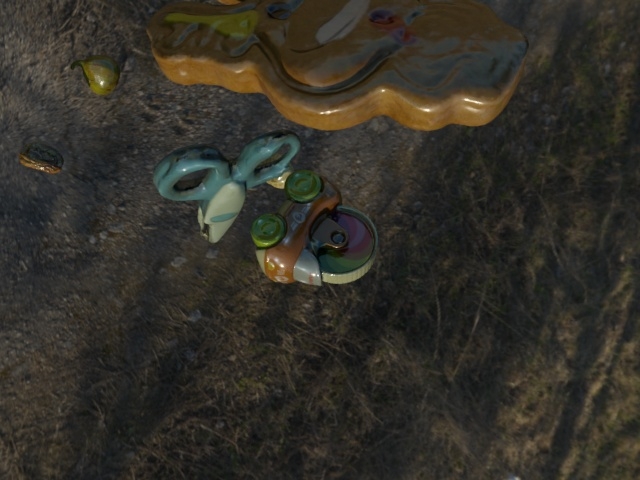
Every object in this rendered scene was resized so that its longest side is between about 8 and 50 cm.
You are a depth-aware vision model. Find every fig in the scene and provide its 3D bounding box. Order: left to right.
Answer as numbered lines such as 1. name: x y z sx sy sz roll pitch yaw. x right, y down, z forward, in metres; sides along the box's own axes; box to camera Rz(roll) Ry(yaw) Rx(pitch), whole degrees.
1. fig: -0.500 -0.379 1.144 0.098 0.084 0.082 27 64 -34

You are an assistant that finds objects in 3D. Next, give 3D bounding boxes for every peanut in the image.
1. peanut: -0.143 -0.207 1.450 0.083 0.194 0.093 -3 116 -45

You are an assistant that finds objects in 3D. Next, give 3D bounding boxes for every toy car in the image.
1. toy car: 0.000 0.000 0.988 0.235 0.235 0.145 -44 158 -17

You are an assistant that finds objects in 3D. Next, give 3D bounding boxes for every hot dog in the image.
1. hot dog: -0.575 -0.169 1.052 0.083 0.035 0.058 18 62 -21

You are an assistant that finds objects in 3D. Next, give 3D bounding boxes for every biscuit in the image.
1. biscuit: 0.007 -0.165 0.396 0.186 0.295 0.044 -62 159 -24

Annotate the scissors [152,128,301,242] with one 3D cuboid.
1. scissors: -0.108 -0.044 0.553 0.138 0.289 0.041 -18 80 -20
